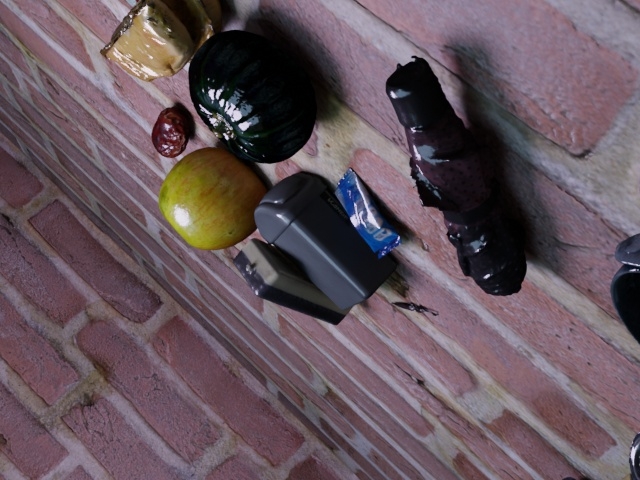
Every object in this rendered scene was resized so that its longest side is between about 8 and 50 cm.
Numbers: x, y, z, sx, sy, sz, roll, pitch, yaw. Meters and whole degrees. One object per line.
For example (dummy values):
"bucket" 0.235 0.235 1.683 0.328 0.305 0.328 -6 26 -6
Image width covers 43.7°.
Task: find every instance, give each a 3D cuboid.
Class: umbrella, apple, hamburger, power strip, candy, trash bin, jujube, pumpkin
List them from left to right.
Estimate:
"hamburger" -0.219 -0.311 1.156 0.131 0.124 0.262 36 163 -22
"jujube" -0.291 -0.213 1.552 0.077 0.077 0.129 45 155 5
"apple" -0.204 -0.074 1.487 0.196 0.196 0.196 40 159 19
"pumpkin" -0.097 -0.193 1.094 0.202 0.140 0.202 42 163 17
"power strip" -0.046 0.076 1.440 0.256 0.070 0.105 25 -162 -50
"trash bin" 0.000 0.000 1.328 0.236 0.101 0.176 45 159 -1
"candy" 0.066 -0.039 1.206 0.136 0.038 0.088 55 158 4
"umbrella" 0.154 0.113 1.353 0.022 0.013 0.122 33 168 -31
"umbrella" 0.160 -0.062 0.897 0.090 0.094 0.326 -87 -27 -50

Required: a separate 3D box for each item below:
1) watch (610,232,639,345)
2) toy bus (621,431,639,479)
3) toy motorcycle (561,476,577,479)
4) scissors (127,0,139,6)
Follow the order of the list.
"watch" 0.378 0.080 0.754 0.193 0.068 0.206 54 161 -22
"toy bus" 0.395 0.212 0.626 0.176 0.202 0.365 8 145 -7
"toy motorcycle" 0.503 0.483 1.207 0.341 0.107 0.223 46 167 25
"scissors" -0.335 -0.423 1.324 0.248 0.017 0.144 46 160 7
